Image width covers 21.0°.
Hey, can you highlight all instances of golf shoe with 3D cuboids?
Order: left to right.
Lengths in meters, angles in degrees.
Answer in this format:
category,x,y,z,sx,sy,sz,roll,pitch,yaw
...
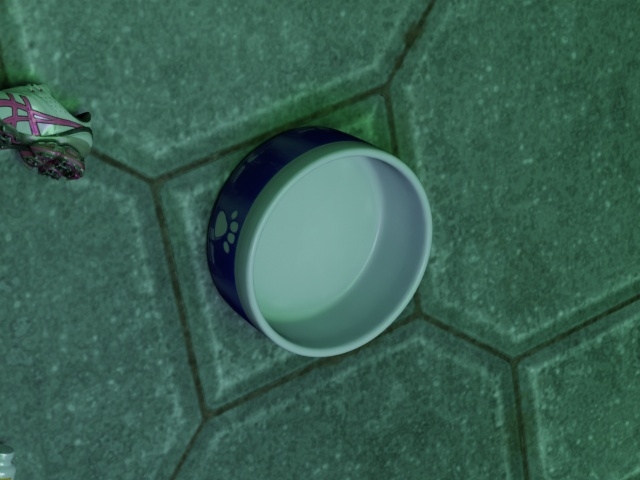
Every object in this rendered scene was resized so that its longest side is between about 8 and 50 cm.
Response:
category,x,y,z,sx,sy,sz,roll,pitch,yaw
golf shoe,-0.324,-0.134,1.831,0.186,0.067,0.086,28,63,-37

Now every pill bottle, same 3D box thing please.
category,x,y,z,sx,sy,sz,roll,pitch,yaw
pill bottle,-0.373,0.276,1.972,0.043,0.043,0.083,5,106,-36

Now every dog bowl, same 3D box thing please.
category,x,y,z,sx,sy,sz,roll,pitch,yaw
dog bowl,0.000,0.000,2.078,0.265,0.104,0.265,-14,117,-30
